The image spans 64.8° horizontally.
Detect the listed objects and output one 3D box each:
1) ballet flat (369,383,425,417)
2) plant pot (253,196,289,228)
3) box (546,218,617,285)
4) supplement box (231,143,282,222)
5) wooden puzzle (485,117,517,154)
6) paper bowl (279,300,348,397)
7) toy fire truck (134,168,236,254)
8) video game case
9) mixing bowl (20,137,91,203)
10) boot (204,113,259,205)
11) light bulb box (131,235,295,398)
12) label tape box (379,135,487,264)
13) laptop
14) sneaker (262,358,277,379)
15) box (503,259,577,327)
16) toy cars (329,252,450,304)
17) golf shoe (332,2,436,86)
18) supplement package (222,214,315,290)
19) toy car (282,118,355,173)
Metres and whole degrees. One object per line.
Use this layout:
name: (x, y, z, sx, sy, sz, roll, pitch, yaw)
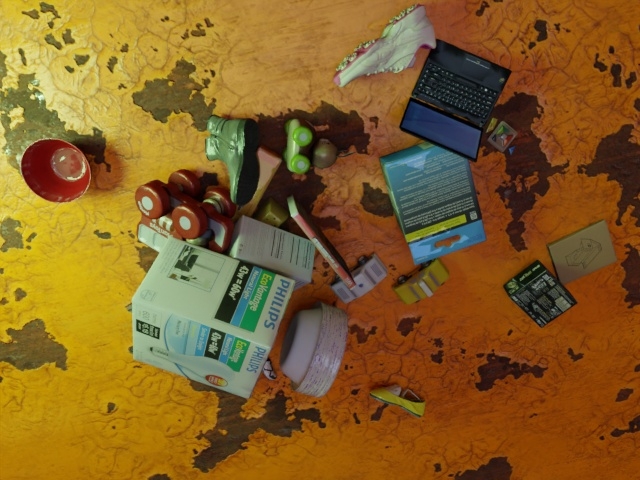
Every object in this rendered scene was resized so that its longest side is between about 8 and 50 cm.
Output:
ballet flat: (0.281, 0.558, 1.799, 0.231, 0.077, 0.077, 28, 85, -17)
plant pot: (-0.149, -0.067, 1.512, 0.081, 0.083, 0.081, 41, 102, -17)
box: (0.869, 0.042, 1.675, 0.201, 0.021, 0.164, -25, 111, 5)
supplement box: (-0.200, -0.160, 1.477, 0.078, 0.080, 0.233, 28, 104, -13)
wooden puzzle: (0.548, -0.312, 1.518, 0.116, 0.014, 0.078, 27, 106, -14)
paper bowl: (-0.031, 0.329, 1.564, 0.148, 0.284, 0.284, 20, 107, -11)
toy fire truck: (-0.387, -0.040, 1.433, 0.302, 0.169, 0.253, 28, 124, 14)
video game case: (0.000, 0.000, 1.485, 0.025, 0.204, 0.285, -37, 109, 5)
mixing bowl: (-0.718, -0.202, 1.403, 0.182, 0.098, 0.181, -2, 110, -4)
boot: (-0.254, -0.226, 1.411, 0.161, 0.083, 0.246, 9, 98, 34)
light bulb box: (-0.301, 0.225, 1.399, 0.361, 0.225, 0.357, 20, 140, -3)
label tape box: (0.339, -0.125, 1.520, 0.241, 0.106, 0.333, -19, 111, 1)
laptop: (0.372, -0.388, 1.386, 0.234, 0.136, 0.264, 23, 107, -1)
sneaker: (-0.180, 0.432, 1.720, 0.044, 0.040, 0.109, -36, 110, 6)
box: (0.727, 0.178, 1.674, 0.180, 0.077, 0.147, 40, 111, -17)
toy cars: (0.229, 0.136, 1.619, 0.394, 0.087, 0.176, 2, 110, -6)
golf shoe: (0.178, -0.498, 1.366, 0.306, 0.115, 0.140, -35, 113, 10)
supplement package: (-0.156, 0.047, 1.475, 0.244, 0.133, 0.139, 21, 149, -27)
toy car: (0.000, -0.263, 1.422, 0.189, 0.155, 0.148, 0, 111, -15)
